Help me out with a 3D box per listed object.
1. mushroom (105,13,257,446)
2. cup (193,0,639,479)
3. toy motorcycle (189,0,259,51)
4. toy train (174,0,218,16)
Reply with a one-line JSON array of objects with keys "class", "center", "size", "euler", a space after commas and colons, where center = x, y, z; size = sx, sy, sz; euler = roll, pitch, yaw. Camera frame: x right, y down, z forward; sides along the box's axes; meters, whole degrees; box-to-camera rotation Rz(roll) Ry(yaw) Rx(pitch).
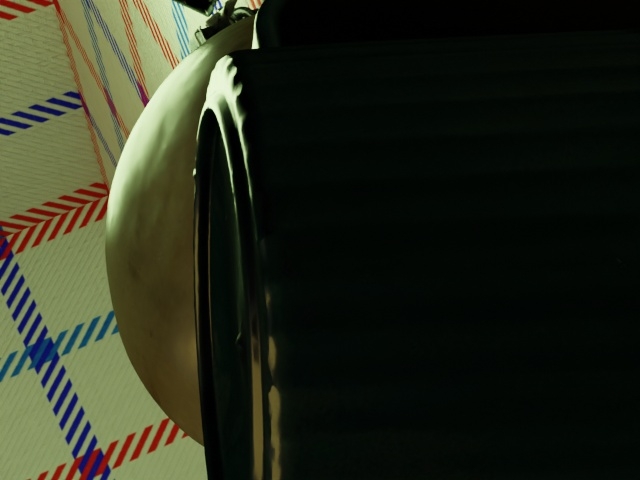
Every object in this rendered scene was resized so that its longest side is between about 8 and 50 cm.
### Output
[{"class": "mushroom", "center": [0.000, 0.000, 1.225], "size": [0.362, 0.295, 0.362], "euler": [-11, 77, 55]}, {"class": "cup", "center": [0.100, 0.004, 0.628], "size": [0.242, 0.292, 0.307], "euler": [124, 141, -74]}, {"class": "toy motorcycle", "center": [-0.065, -0.141, 1.657], "size": [0.150, 0.102, 0.221], "euler": [-25, 91, 57]}, {"class": "toy train", "center": [-0.097, -0.312, 1.472], "size": [0.086, 0.088, 0.407], "euler": [25, 169, -9]}]
